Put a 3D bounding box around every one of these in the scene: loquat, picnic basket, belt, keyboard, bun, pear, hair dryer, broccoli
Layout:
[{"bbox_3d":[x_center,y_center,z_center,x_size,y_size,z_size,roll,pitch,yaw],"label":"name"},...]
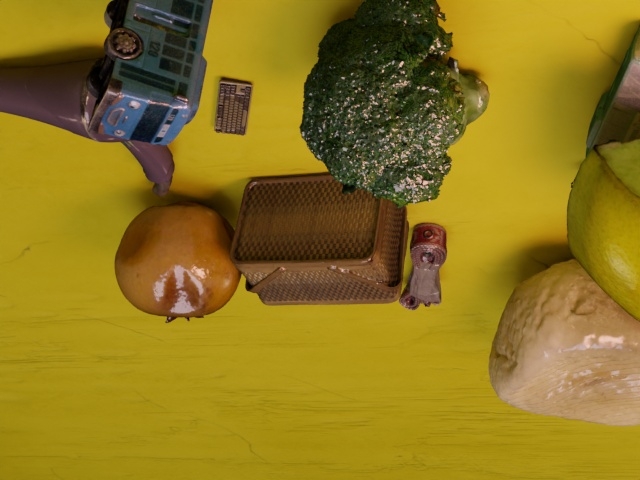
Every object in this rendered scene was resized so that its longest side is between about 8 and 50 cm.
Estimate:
[{"bbox_3d":[-0.228,0.038,2.138,0.213,0.213,0.213,7,151,4],"label":"loquat"},{"bbox_3d":[0.000,0.000,2.058,0.266,0.165,0.139,-2,150,21],"label":"picnic basket"},{"bbox_3d":[0.177,0.050,2.207,0.071,0.053,0.232,8,150,2],"label":"belt"},{"bbox_3d":[-0.127,-0.191,1.911,0.049,0.015,0.129,11,150,-3],"label":"keyboard"},{"bbox_3d":[0.440,0.153,2.133,0.349,0.227,0.352,-17,144,38],"label":"bun"},{"bbox_3d":[0.485,0.005,1.702,0.342,0.238,0.318,-15,146,-22],"label":"pear"},{"bbox_3d":[-0.315,-0.151,1.969,0.301,0.121,0.361,7,157,22],"label":"hair dryer"},{"bbox_3d":[0.109,-0.191,1.679,0.254,0.269,0.269,44,168,31],"label":"broccoli"}]

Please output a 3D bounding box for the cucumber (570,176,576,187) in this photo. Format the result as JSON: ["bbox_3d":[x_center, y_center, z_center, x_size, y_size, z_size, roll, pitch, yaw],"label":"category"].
[{"bbox_3d":[0.471,-0.097,1.872,0.220,0.046,0.070,-12,147,35],"label":"cucumber"}]

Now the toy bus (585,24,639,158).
[{"bbox_3d":[0.420,-0.174,1.713,0.109,0.091,0.262,19,150,5],"label":"toy bus"}]

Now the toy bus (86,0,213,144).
[{"bbox_3d":[-0.206,-0.237,1.634,0.133,0.234,0.116,17,150,-18],"label":"toy bus"}]
